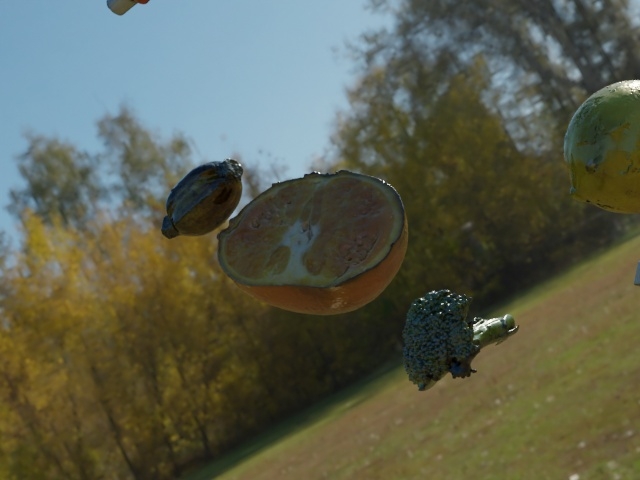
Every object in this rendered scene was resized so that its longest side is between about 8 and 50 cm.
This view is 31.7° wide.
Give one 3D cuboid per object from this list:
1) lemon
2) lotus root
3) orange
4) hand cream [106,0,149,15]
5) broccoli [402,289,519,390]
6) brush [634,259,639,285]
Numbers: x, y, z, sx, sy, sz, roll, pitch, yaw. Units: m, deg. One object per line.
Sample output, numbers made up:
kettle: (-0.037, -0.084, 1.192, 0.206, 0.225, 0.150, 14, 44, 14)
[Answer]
lemon: (0.410, -0.124, 1.467, 0.206, 0.173, 0.173, -25, -6, -18)
lotus root: (-0.228, -0.074, 2.182, 0.209, 0.120, 0.120, -41, -9, 17)
orange: (0.001, 0.004, 1.913, 0.274, 0.274, 0.310, -22, -9, -46)
hand cream: (-0.135, -0.291, 1.112, 0.216, 0.038, 0.052, -34, -35, 31)
broccoli: (0.182, 0.121, 1.424, 0.118, 0.122, 0.204, -10, -5, 38)
brush: (0.581, 0.056, 1.814, 0.103, 0.047, 0.233, 9, -4, 4)
